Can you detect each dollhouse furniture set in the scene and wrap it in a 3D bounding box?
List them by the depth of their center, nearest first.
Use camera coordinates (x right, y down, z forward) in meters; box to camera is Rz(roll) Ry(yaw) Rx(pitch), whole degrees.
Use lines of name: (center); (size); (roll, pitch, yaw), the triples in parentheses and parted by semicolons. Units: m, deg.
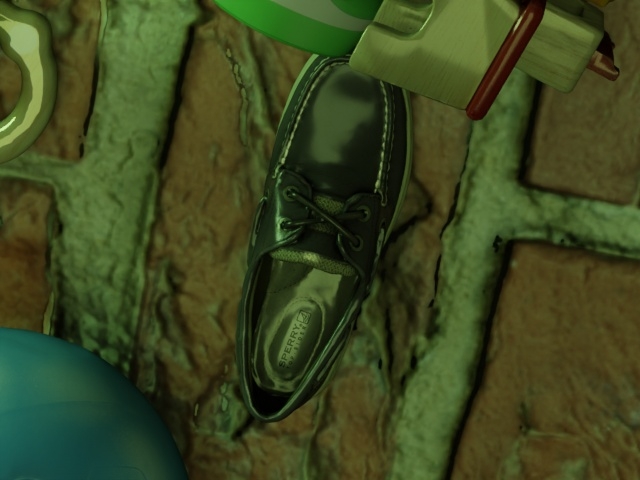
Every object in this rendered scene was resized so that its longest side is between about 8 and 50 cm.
dollhouse furniture set: (0.150, -0.190, 0.915); (0.152, 0.374, 0.201); (27, 111, -1)

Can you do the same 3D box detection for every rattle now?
rattle: (-0.256, -0.069, 1.112); (0.130, 0.143, 0.200); (17, 104, -21)

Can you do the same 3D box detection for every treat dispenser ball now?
treat dispenser ball: (-0.231, 0.204, 1.122); (0.288, 0.288, 0.288); (1, 109, 4)

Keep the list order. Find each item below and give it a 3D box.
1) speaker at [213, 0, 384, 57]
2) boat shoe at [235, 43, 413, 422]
speaker: (0.033, -0.272, 1.022); (0.131, 0.131, 0.297); (25, 109, -5)
boat shoe: (0.000, 0.000, 1.137); (0.102, 0.092, 0.285); (16, 110, -2)
